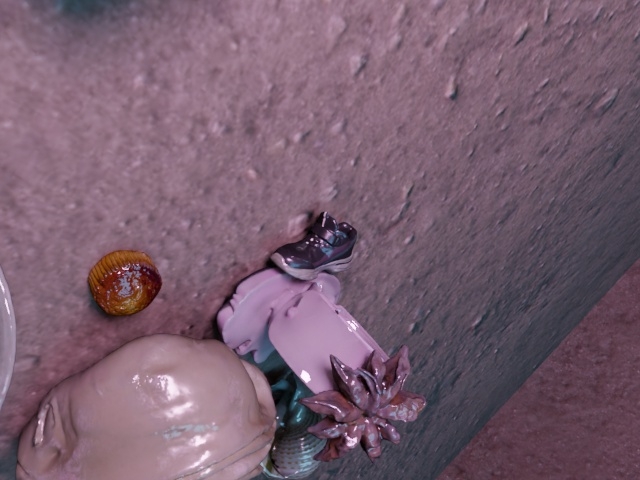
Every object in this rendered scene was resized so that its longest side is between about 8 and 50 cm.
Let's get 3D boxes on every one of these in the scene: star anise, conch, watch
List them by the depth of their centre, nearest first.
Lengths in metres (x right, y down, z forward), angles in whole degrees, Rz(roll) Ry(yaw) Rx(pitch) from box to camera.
[{"bbox_3d":[0.064,0.232,0.764,0.195,0.065,0.183,-4,111,-24],"label":"star anise"},{"bbox_3d":[-0.016,0.162,0.861,0.196,0.231,0.244,-43,148,2],"label":"watch"},{"bbox_3d":[-0.076,0.357,1.081,0.172,0.200,0.131,-5,169,-26],"label":"conch"}]

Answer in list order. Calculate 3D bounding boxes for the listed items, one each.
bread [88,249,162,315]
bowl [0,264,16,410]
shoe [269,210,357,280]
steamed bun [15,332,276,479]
[{"bbox_3d":[-0.233,0.054,0.683,0.085,0.053,0.085,-27,141,-25],"label":"bread"},{"bbox_3d":[-0.390,0.082,0.434,0.289,0.146,0.290,2,85,-24],"label":"bowl"},{"bbox_3d":[0.000,0.000,0.858,0.169,0.071,0.100,-7,127,-46],"label":"shoe"},{"bbox_3d":[-0.214,0.288,0.749,0.324,0.220,0.310,-29,147,8],"label":"steamed bun"}]
